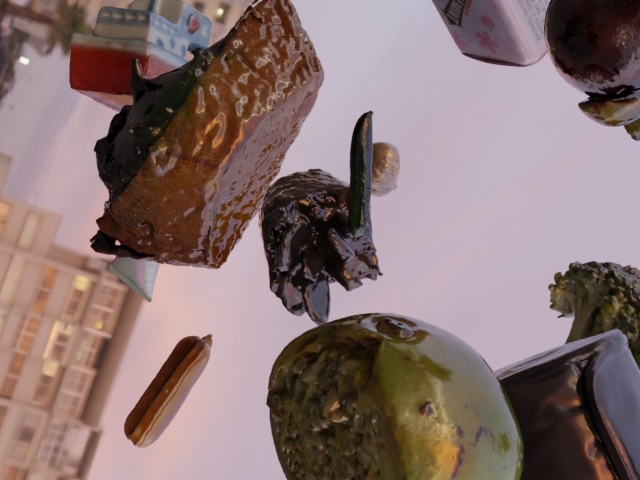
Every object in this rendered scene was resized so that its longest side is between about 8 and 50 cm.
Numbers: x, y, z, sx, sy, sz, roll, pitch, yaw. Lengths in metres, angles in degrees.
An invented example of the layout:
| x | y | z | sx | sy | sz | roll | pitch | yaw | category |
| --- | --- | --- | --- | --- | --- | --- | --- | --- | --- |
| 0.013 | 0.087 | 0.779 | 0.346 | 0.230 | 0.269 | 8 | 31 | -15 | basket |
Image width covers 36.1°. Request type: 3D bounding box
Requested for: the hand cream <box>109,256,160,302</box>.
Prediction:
| x | y | z | sx | sy | sz | roll | pitch | yaw | category |
| --- | --- | --- | --- | --- | --- | --- | --- | --- | --- |
| -0.230 | 0.007 | 1.278 | 0.050 | 0.078 | 0.205 | -49 | 173 | -39 | hand cream |

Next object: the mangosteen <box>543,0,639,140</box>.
| x | y | z | sx | sy | sz | roll | pitch | yaw | category |
| --- | --- | --- | --- | --- | --- | --- | --- | --- | --- |
| 0.336 | -0.208 | 1.045 | 0.194 | 0.194 | 0.230 | -133 | -155 | -67 | mangosteen |

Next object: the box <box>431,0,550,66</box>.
| x | y | z | sx | sy | sz | roll | pitch | yaw | category |
| --- | --- | --- | --- | --- | --- | --- | --- | --- | --- |
| 0.212 | -0.435 | 1.461 | 0.112 | 0.370 | 0.190 | -48 | -145 | -13 | box |

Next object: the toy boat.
| x | y | z | sx | sy | sz | roll | pitch | yaw | category |
| --- | --- | --- | --- | --- | --- | --- | --- | --- | --- |
| -0.149 | -0.194 | 1.177 | 0.145 | 0.332 | 0.133 | 10 | -95 | 27 | toy boat |

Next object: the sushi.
| x | y | z | sx | sy | sz | roll | pitch | yaw | category |
| --- | --- | --- | --- | --- | --- | --- | --- | --- | --- |
| -0.107 | -0.094 | 0.847 | 0.140 | 0.149 | 0.287 | 33 | -76 | 24 | sushi |

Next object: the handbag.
| x | y | z | sx | sy | sz | roll | pitch | yaw | category |
| --- | --- | --- | --- | --- | --- | --- | --- | --- | --- |
| 0.372 | 0.281 | 1.297 | 0.178 | 0.275 | 0.302 | 83 | -16 | -80 | handbag |

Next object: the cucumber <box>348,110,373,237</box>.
| x | y | z | sx | sy | sz | roll | pitch | yaw | category |
| --- | --- | --- | --- | --- | --- | --- | --- | --- | --- |
| 0.056 | -0.092 | 1.373 | 0.036 | 0.033 | 0.184 | -109 | -162 | -68 | cucumber |

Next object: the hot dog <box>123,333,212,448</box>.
| x | y | z | sx | sy | sz | roll | pitch | yaw | category |
| --- | --- | --- | --- | --- | --- | --- | --- | --- | --- |
| -0.262 | 0.261 | 1.734 | 0.236 | 0.062 | 0.092 | -54 | -152 | -6 | hot dog |

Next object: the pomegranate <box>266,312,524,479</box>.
| x | y | z | sx | sy | sz | roll | pitch | yaw | category |
| --- | --- | --- | --- | --- | --- | --- | --- | --- | --- |
| 0.096 | 0.246 | 1.114 | 0.310 | 0.216 | 0.358 | 25 | -55 | 50 | pomegranate |

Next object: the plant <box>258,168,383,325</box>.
| x | y | z | sx | sy | sz | roll | pitch | yaw | category |
| --- | --- | --- | --- | --- | --- | --- | --- | --- | --- |
| 0.000 | 0.000 | 1.585 | 0.276 | 0.188 | 0.199 | -110 | -168 | -64 | plant |

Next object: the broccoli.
| x | y | z | sx | sy | sz | roll | pitch | yaw | category |
| --- | --- | --- | --- | --- | --- | --- | --- | --- | --- |
| 0.559 | 0.205 | 1.872 | 0.281 | 0.348 | 0.293 | -49 | 174 | 29 | broccoli |

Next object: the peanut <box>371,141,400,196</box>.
| x | y | z | sx | sy | sz | roll | pitch | yaw | category |
| --- | --- | --- | --- | --- | --- | --- | --- | --- | --- |
| 0.118 | -0.141 | 1.949 | 0.214 | 0.099 | 0.099 | 48 | 60 | -77 | peanut |
